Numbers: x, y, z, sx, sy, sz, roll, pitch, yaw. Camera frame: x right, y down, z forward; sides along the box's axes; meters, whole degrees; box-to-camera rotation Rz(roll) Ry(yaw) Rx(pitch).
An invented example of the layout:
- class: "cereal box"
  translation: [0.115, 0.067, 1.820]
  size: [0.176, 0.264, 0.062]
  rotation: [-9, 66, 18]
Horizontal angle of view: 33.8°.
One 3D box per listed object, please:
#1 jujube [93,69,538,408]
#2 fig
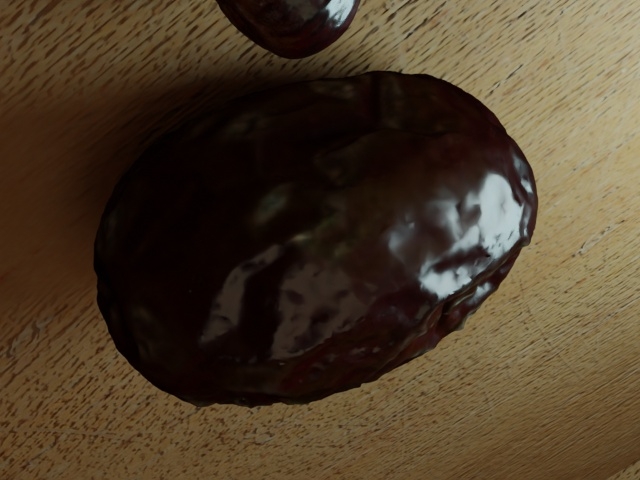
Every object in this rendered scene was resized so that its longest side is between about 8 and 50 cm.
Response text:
- class: "jujube"
  translation: [-0.001, -0.001, 0.908]
  size: [0.377, 0.276, 0.276]
  rotation: [-23, 147, -27]
- class: "fig"
  translation: [-0.015, -0.195, 0.753]
  size: [0.150, 0.128, 0.128]
  rotation: [-16, 145, -25]
